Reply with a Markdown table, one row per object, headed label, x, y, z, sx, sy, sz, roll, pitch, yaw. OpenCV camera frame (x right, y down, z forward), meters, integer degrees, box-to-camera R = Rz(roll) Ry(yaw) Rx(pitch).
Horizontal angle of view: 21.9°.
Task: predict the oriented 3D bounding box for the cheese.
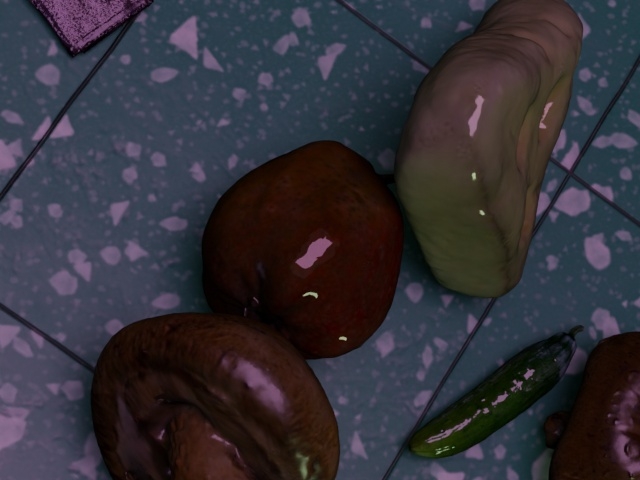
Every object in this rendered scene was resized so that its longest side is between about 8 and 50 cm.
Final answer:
| label | x | y | z | sx | sy | sz | roll | pitch | yaw |
| --- | --- | --- | --- | --- | --- | --- | --- | --- | --- |
| cheese | 0.177 | -0.144 | 1.705 | 0.130 | 0.328 | 0.351 | 12 | 76 | 17 |

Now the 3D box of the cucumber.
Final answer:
| label | x | y | z | sx | sy | sz | roll | pitch | yaw |
| --- | --- | --- | --- | --- | --- | --- | --- | --- | --- |
| cucumber | 0.200 | 0.166 | 1.792 | 0.250 | 0.056 | 0.056 | -34 | 90 | -18 |

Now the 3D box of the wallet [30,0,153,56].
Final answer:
| label | x | y | z | sx | sy | sz | roll | pitch | yaw |
| --- | --- | --- | --- | --- | --- | --- | --- | --- | --- |
| wallet | -0.267 | -0.288 | 1.752 | 0.111 | 0.030 | 0.166 | -38 | 92 | -21 |

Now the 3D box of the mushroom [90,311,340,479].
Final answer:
| label | x | y | z | sx | sy | sz | roll | pitch | yaw |
| --- | --- | --- | --- | --- | --- | --- | --- | --- | --- |
| mushroom | -0.089 | 0.202 | 1.599 | 0.195 | 0.263 | 0.283 | -7 | 68 | -54 |

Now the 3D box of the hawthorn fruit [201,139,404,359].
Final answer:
| label | x | y | z | sx | sy | sz | roll | pitch | yaw |
| --- | --- | --- | --- | --- | --- | --- | --- | --- | --- |
| hawthorn fruit | 0.000 | 0.000 | 1.697 | 0.208 | 0.208 | 0.248 | 43 | 57 | -5 |

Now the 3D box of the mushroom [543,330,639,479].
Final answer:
| label | x | y | z | sx | sy | sz | roll | pitch | yaw |
| --- | --- | --- | --- | --- | --- | --- | --- | --- | --- |
| mushroom | 0.348 | 0.213 | 1.779 | 0.194 | 0.138 | 0.231 | 17 | 82 | -12 |
